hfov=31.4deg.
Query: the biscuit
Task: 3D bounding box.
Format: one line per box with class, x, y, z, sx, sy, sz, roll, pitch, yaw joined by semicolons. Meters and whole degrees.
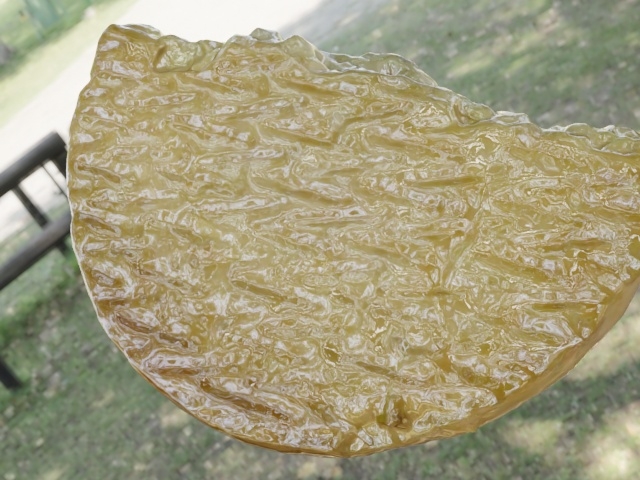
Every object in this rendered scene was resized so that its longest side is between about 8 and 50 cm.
biscuit;0.000;0.000;0.387;0.224;0.033;0.144;14;81;27
